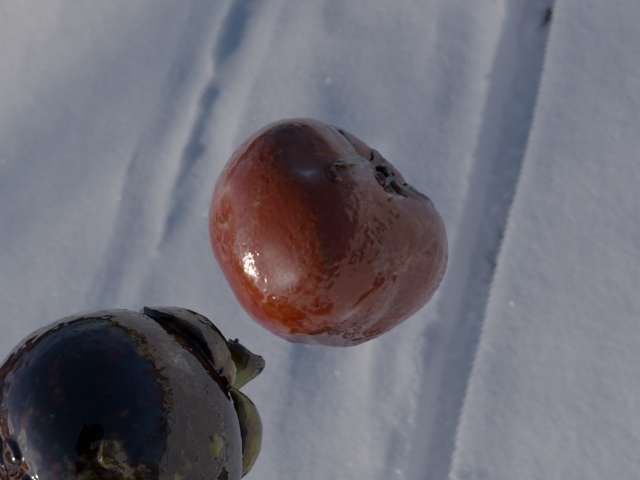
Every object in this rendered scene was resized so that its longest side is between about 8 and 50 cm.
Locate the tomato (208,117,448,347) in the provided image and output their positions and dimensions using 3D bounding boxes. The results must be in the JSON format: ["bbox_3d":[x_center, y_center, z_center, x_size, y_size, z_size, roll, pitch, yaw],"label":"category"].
[{"bbox_3d":[-0.003,-0.003,1.114,0.189,0.232,0.232,-51,40,10],"label":"tomato"}]

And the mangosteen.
[{"bbox_3d":[-0.119,0.130,0.812,0.192,0.217,0.192,20,119,41],"label":"mangosteen"}]
